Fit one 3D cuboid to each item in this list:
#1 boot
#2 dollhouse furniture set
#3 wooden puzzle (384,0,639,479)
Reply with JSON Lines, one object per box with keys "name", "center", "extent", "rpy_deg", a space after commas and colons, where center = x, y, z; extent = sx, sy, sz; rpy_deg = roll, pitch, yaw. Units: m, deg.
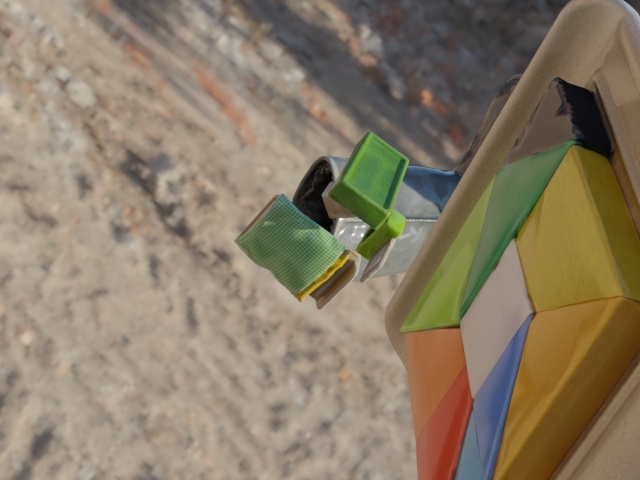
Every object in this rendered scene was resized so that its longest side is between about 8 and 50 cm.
{"name": "boot", "center": [0.079, -0.050, 1.206], "extent": [0.209, 0.189, 0.076], "rpy_deg": [7, 7, -32]}
{"name": "dollhouse furniture set", "center": [0.000, 0.000, 0.991], "extent": [0.076, 0.152, 0.058], "rpy_deg": [37, 43, -9]}
{"name": "wooden puzzle", "center": [0.087, 0.037, 0.646], "extent": [0.044, 0.221, 0.238], "rpy_deg": [16, 34, -19]}
